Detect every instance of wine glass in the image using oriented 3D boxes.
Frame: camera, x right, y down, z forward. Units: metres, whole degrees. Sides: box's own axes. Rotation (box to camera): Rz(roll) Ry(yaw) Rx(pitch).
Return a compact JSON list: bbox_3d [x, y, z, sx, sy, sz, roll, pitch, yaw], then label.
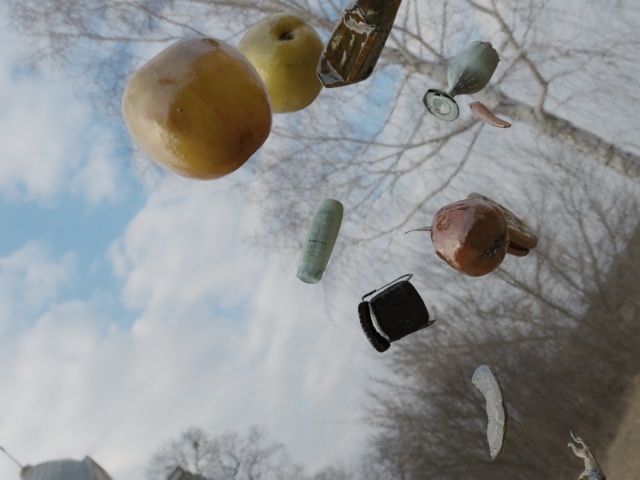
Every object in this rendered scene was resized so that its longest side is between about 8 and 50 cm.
[{"bbox_3d":[0.396,-0.448,2.115,0.241,0.126,0.126,-50,-21,-22],"label":"wine glass"}]

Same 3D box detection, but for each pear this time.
[{"bbox_3d":[-0.120,-0.537,2.313,0.314,0.314,0.314,-48,-21,-26],"label":"pear"}]

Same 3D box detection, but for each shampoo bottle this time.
[{"bbox_3d":[0.000,0.000,1.776,0.049,0.072,0.212,79,-152,-61],"label":"shampoo bottle"}]

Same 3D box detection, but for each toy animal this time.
[{"bbox_3d":[0.786,0.654,2.237,0.069,0.220,0.086,-7,-51,-10],"label":"toy animal"}]

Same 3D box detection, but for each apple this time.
[{"bbox_3d":[-0.243,-0.260,1.550,0.299,0.275,0.299,-45,4,4],"label":"apple"}]

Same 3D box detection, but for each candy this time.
[{"bbox_3d":[0.083,-0.411,1.502,0.143,0.101,0.271,-29,-16,-37],"label":"candy"}]

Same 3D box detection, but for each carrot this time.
[{"bbox_3d":[0.412,-0.305,1.860,0.035,0.142,0.035,-24,-43,-25],"label":"carrot"}]

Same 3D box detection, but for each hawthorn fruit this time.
[{"bbox_3d":[0.267,-0.022,1.413,0.149,0.189,0.149,-31,-34,-24],"label":"hawthorn fruit"}]

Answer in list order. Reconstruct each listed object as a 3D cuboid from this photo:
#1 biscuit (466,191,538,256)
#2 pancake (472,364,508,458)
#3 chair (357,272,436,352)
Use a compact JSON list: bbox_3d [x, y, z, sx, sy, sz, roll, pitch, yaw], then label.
[{"bbox_3d":[0.449,-0.040,1.926,0.066,0.220,0.220,-55,-17,21],"label":"biscuit"},{"bbox_3d":[0.353,0.355,1.583,0.184,0.020,0.191,170,99,-81],"label":"pancake"},{"bbox_3d":[0.174,0.170,1.779,0.145,0.140,0.221,-28,-5,10],"label":"chair"}]
